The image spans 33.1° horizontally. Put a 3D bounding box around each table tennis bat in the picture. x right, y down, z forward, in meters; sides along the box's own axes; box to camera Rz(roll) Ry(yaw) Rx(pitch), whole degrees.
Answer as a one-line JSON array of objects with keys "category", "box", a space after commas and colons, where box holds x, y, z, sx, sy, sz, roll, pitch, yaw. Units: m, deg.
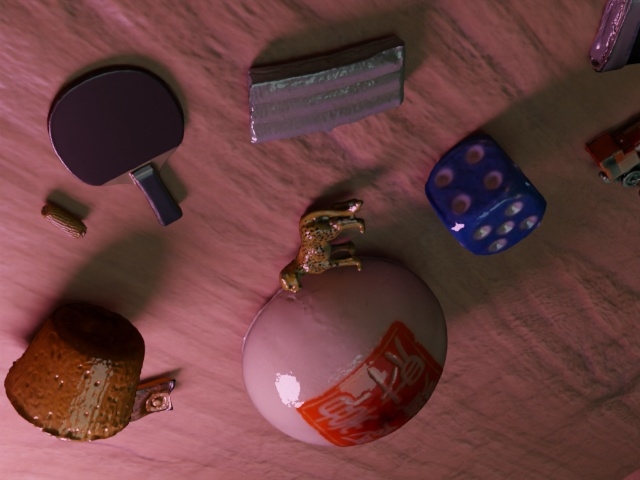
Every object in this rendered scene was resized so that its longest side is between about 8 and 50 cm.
[{"category": "table tennis bat", "box": [-0.249, -0.117, 1.437, 0.173, 0.022, 0.301, -27, 143, -2]}]

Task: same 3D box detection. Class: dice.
[{"category": "dice", "box": [0.263, -0.072, 1.721, 0.146, 0.146, 0.143, -39, 141, 14]}]

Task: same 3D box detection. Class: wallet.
[{"category": "wallet", "box": [0.536, -0.333, 1.652, 0.231, 0.069, 0.170, -12, 146, -19]}]

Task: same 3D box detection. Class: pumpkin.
[{"category": "pumpkin", "box": [-0.302, 0.271, 1.868, 0.101, 0.035, 0.073, -10, 129, -18]}]

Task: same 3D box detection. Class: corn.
[{"category": "corn", "box": [-0.349, -0.025, 1.477, 0.083, 0.028, 0.027, 41, 64, -52]}]

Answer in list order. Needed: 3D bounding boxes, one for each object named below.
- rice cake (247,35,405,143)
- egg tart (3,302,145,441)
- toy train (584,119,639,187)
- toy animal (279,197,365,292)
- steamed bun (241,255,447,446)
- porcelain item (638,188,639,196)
[{"category": "rice cake", "box": [0.010, -0.205, 1.482, 0.237, 0.043, 0.127, -17, 144, -14]}, {"category": "egg tart", "box": [-0.359, 0.186, 1.613, 0.203, 0.202, 0.147, 7, 117, -39]}, {"category": "toy train", "box": [0.555, -0.166, 1.864, 0.176, 0.074, 0.118, -33, 140, 11]}, {"category": "toy animal", "box": [0.000, 0.000, 1.705, 0.136, 0.073, 0.181, -11, 144, -11]}, {"category": "steamed bun", "box": [0.055, 0.215, 1.862, 0.375, 0.241, 0.374, -16, 139, -14]}, {"category": "porcelain item", "box": [0.650, -0.159, 1.946, 0.084, 0.054, 0.213, -21, 145, -34]}]
